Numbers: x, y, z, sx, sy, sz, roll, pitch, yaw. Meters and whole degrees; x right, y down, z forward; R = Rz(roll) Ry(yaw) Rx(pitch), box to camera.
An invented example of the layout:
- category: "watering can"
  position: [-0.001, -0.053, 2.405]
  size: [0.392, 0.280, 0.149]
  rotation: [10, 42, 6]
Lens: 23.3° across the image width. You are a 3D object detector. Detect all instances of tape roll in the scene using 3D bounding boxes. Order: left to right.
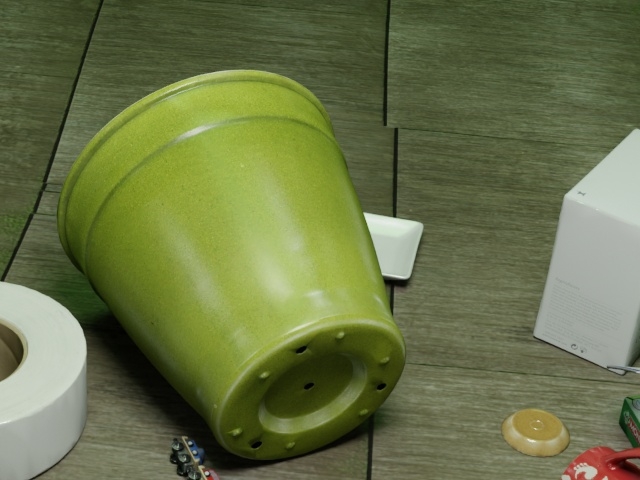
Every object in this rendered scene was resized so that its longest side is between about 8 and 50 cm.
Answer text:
- category: "tape roll"
  position: [-0.410, 0.164, 1.785]
  size: [0.286, 0.100, 0.286]
  rotation: [4, 34, -3]

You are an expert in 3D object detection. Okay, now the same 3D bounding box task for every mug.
- category: "mug"
  position: [0.350, 0.287, 1.671]
  size: [0.113, 0.150, 0.169]
  rotation: [18, 13, -39]

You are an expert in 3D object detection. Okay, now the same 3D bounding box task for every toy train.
- category: "toy train"
  position: [-0.128, 0.271, 1.730]
  size: [0.036, 0.027, 0.158]
  rotation: [-8, 36, -25]

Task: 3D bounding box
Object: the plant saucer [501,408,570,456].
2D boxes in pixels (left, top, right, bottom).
- category: "plant saucer"
  position: [0.259, 0.226, 1.863]
  size: [0.083, 0.015, 0.083]
  rotation: [4, 33, -3]

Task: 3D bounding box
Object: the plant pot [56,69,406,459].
- category: "plant pot"
  position: [-0.077, 0.051, 1.820]
  size: [0.366, 0.366, 0.353]
  rotation: [-12, 48, -24]

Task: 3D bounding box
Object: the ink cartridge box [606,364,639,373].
- category: "ink cartridge box"
  position: [0.521, 0.184, 1.759]
  size: [0.371, 0.069, 0.176]
  rotation: [7, -3, 0]

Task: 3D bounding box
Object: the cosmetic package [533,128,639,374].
- category: "cosmetic package"
  position: [0.401, 0.011, 2.016]
  size: [0.138, 0.224, 0.224]
  rotation: [23, 38, 25]

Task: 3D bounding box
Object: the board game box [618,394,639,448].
- category: "board game box"
  position: [0.502, 0.285, 1.782]
  size: [0.213, 0.046, 0.317]
  rotation: [-5, 35, -13]

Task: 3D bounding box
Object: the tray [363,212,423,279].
- category: "tray"
  position: [0.000, 0.000, 2.153]
  size: [0.270, 0.030, 0.145]
  rotation: [10, 35, 7]
